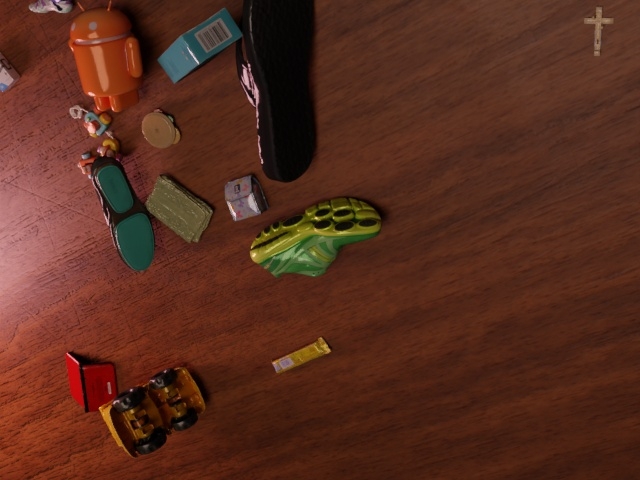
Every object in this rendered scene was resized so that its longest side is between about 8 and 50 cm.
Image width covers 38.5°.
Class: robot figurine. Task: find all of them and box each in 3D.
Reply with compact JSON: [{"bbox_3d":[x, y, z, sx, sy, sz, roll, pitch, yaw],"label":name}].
[{"bbox_3d":[-0.432,-0.372,1.845,0.128,0.158,0.220,-14,115,-14],"label":"robot figurine"}]

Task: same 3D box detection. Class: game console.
[{"bbox_3d":[-0.584,0.357,2.343,0.124,0.085,0.144,-5,118,-10],"label":"game console"}]

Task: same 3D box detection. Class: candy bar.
[{"bbox_3d":[-0.047,0.262,2.070,0.161,0.018,0.040,-28,99,31],"label":"candy bar"}]

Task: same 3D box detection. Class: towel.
[{"bbox_3d":[-0.310,-0.069,2.007,0.148,0.027,0.110,35,124,2],"label":"towel"}]

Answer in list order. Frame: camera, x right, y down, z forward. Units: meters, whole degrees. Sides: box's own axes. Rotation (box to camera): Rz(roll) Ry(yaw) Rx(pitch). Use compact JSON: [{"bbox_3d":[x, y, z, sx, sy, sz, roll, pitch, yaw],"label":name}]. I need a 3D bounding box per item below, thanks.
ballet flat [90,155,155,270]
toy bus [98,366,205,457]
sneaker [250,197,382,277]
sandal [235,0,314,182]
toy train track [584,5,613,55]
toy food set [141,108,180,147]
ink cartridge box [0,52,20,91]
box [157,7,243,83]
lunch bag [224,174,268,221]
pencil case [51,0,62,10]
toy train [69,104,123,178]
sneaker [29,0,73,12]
[{"bbox_3d":[-0.434,-0.067,2.016,0.096,0.095,0.281,39,147,53],"label":"ballet flat"},{"bbox_3d":[-0.419,0.407,2.219,0.211,0.220,0.150,-10,108,61],"label":"toy bus"},{"bbox_3d":[0.000,0.000,1.884,0.295,0.109,0.123,-16,131,27],"label":"sneaker"},{"bbox_3d":[-0.099,-0.323,1.720,0.107,0.167,0.446,18,122,34],"label":"sandal"},{"bbox_3d":[0.469,-0.353,1.549,0.048,0.014,0.083,5,117,21],"label":"toy train track"},{"bbox_3d":[-0.341,-0.235,1.939,0.083,0.020,0.083,-18,107,29],"label":"toy food set"},{"bbox_3d":[-0.706,-0.376,2.015,0.048,0.028,0.083,-34,98,32],"label":"ink cartridge box"},{"bbox_3d":[-0.228,-0.357,1.703,0.060,0.100,0.244,57,165,-12],"label":"box"},{"bbox_3d":[-0.159,-0.089,1.920,0.071,0.053,0.083,-14,100,26],"label":"lunch bag"},{"bbox_3d":[-0.535,-0.609,1.775,0.133,0.119,0.306,-3,119,57],"label":"pencil case"},{"bbox_3d":[-0.501,-0.211,2.002,0.125,0.046,0.166,0,115,22],"label":"toy train"},{"bbox_3d":[-0.557,-0.505,1.886,0.098,0.038,0.069,2,115,11],"label":"sneaker"}]
